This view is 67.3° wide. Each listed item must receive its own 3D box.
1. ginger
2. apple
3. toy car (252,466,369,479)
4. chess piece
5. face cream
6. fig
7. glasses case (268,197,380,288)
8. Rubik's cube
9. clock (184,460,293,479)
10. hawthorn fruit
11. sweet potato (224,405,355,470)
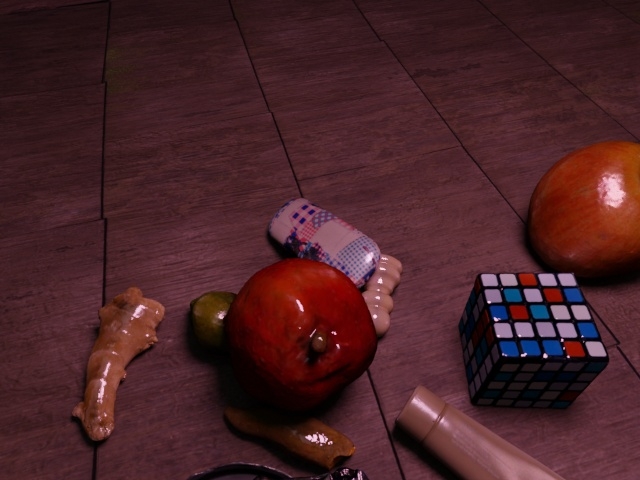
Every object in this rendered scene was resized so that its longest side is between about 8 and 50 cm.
[{"bbox_3d":[-0.384,0.229,0.919,0.131,0.086,0.295,6,57,-6],"label":"ginger"},{"bbox_3d":[0.611,-0.076,1.037,0.301,0.302,0.302,0,49,1],"label":"apple"},{"bbox_3d":[-0.025,0.392,0.689,0.216,0.063,0.103,-7,48,2],"label":"toy car"},{"bbox_3d":[0.119,0.119,0.998,0.094,0.094,0.171,7,53,7],"label":"chess piece"},{"bbox_3d":[0.285,0.373,0.786,0.341,0.084,0.137,34,48,18],"label":"face cream"},{"bbox_3d":[-0.215,0.156,0.957,0.156,0.123,0.123,10,48,31],"label":"fig"},{"bbox_3d":[0.000,0.000,1.064,0.125,0.076,0.327,-51,46,-5],"label":"glasses case"},{"bbox_3d":[0.371,0.180,0.874,0.184,0.187,0.182,2,49,1],"label":"Rubik's cube"},{"bbox_3d":[-0.126,0.496,0.686,0.324,0.067,0.325,-1,49,1],"label":"clock"},{"bbox_3d":[-0.031,0.154,0.817,0.265,0.307,0.266,2,79,-9],"label":"hawthorn fruit"},{"bbox_3d":[-0.060,0.327,0.827,0.243,0.077,0.077,16,51,13],"label":"sweet potato"}]
